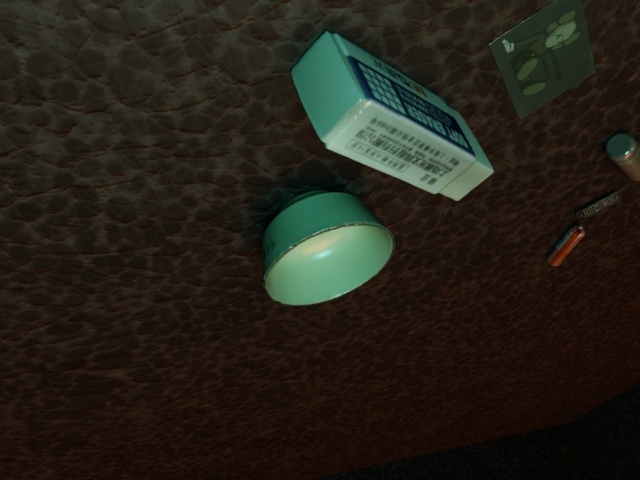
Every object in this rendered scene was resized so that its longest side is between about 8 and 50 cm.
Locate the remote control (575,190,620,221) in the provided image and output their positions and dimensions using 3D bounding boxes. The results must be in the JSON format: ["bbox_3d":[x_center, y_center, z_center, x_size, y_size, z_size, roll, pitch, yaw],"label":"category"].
[{"bbox_3d":[0.572,-0.073,1.229,0.091,0.016,0.034,-30,131,13],"label":"remote control"}]

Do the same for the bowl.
[{"bbox_3d":[0.000,0.000,0.916,0.211,0.112,0.211,-14,147,-10],"label":"bowl"}]

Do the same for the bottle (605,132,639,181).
[{"bbox_3d":[0.563,-0.149,1.078,0.053,0.053,0.140,-40,144,26],"label":"bottle"}]

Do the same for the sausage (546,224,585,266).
[{"bbox_3d":[0.547,0.007,1.316,0.034,0.034,0.129,-9,144,-19],"label":"sausage"}]

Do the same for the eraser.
[{"bbox_3d":[0.099,-0.146,0.748,0.278,0.124,0.081,15,133,-43],"label":"eraser"}]

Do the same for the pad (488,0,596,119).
[{"bbox_3d":[0.315,-0.253,0.830,0.127,0.004,0.190,-32,147,16],"label":"pad"}]
